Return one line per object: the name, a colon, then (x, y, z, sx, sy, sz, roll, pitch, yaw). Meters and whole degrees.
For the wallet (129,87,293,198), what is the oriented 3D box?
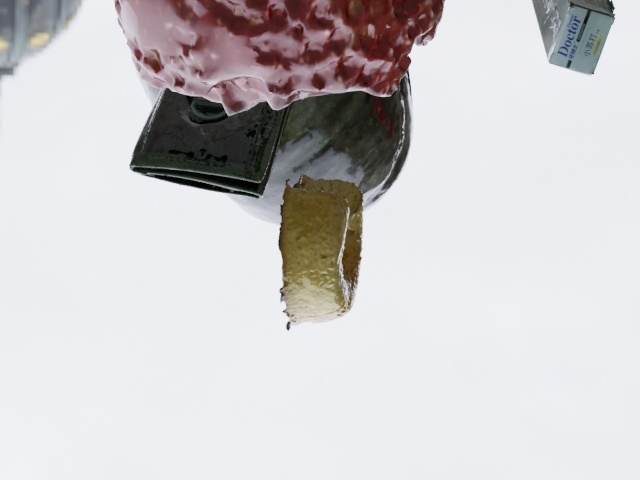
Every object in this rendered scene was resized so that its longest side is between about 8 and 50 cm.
wallet: (-0.121, -0.144, 1.801, 0.160, 0.055, 0.236, 9, -141, 5)

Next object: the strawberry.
strawberry: (-0.029, -0.224, 1.134, 0.261, 0.258, 0.261, -11, -152, 6)

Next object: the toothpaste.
toothpaste: (0.327, -0.312, 2.006, 0.071, 0.089, 0.313, 16, -154, -6)

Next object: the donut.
donut: (0.000, 0.012, 1.462, 0.078, 0.146, 0.181, 1, -175, 4)

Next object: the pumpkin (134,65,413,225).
pumpkin: (-0.058, -0.233, 2.153, 0.344, 0.454, 0.454, -38, -134, 10)
